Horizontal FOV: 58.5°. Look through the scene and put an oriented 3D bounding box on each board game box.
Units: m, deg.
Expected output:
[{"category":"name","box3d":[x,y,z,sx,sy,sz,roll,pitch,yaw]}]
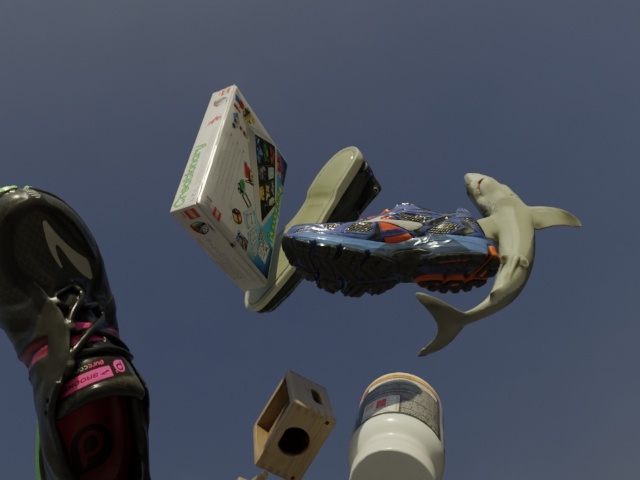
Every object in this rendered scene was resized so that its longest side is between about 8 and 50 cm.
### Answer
[{"category":"board game box","box3d":[-0.135,-0.093,0.941,0.053,0.305,0.193,-16,-48,21]}]

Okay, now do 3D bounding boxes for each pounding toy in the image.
[{"category":"pounding toy","box3d":[-0.060,0.355,0.951,0.094,0.181,0.206,30,-85,-12]}]

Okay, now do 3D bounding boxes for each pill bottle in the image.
[{"category":"pill bottle","box3d":[0.132,0.349,0.979,0.162,0.278,0.162,2,-82,11]}]

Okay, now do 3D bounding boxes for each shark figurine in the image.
[{"category":"shark figurine","box3d":[0.238,0.043,0.763,0.166,0.278,0.116,15,-32,19]}]

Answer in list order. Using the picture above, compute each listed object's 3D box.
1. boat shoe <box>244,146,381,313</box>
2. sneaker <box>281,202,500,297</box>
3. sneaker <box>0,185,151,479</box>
[{"category":"boat shoe","box3d":[-0.002,-0.001,1.009,0.113,0.127,0.340,41,-110,-29]},{"category":"sneaker","box3d":[0.070,0.005,0.600,0.221,0.087,0.083,3,-42,-4]},{"category":"sneaker","box3d":[-0.324,0.152,0.782,0.185,0.202,0.482,-22,-83,-45]}]
